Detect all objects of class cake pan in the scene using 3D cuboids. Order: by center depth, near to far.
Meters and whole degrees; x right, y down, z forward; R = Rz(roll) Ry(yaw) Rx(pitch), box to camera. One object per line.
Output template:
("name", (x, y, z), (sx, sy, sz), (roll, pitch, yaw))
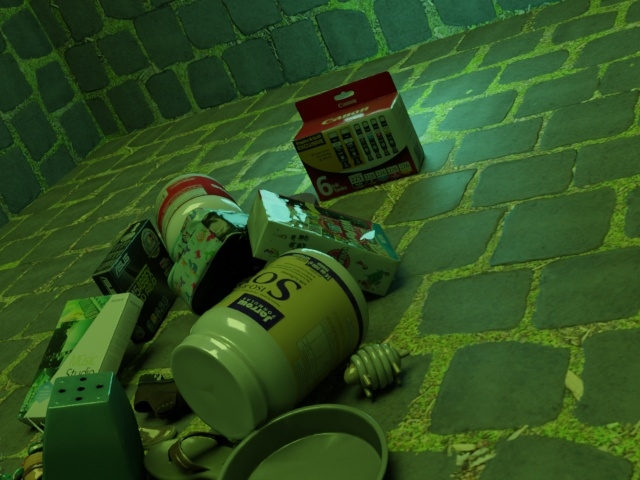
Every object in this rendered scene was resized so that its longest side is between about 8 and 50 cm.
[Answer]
("cake pan", (-0.026, 0.382, 1.396), (0.293, 0.054, 0.293), (-16, 29, 9))

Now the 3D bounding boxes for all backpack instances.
("backpack", (-0.242, 0.051, 2.073), (0.191, 0.254, 0.225), (35, 19, 31))

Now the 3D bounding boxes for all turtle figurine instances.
("turtle figurine", (-0.576, 0.459, 1.763), (0.175, 0.118, 0.234), (-40, 38, 5))

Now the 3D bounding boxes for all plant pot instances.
("plant pot", (-0.415, 0.367, 1.581), (0.165, 0.235, 0.166), (-6, 23, -6))

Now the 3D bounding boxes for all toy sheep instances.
("toy sheep", (0.103, 0.230, 1.588), (0.132, 0.091, 0.091), (-17, 21, -15))

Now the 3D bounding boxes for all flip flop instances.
("flip flop", (-0.213, 0.387, 1.581), (0.277, 0.080, 0.112), (-4, 32, 40))

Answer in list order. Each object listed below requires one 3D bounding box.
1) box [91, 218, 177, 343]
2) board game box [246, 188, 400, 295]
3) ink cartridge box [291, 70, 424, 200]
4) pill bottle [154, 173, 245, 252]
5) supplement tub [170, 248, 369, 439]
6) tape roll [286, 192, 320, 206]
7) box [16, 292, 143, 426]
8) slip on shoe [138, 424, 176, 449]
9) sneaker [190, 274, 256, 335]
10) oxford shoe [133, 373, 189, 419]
("box", (-0.463, 0.101, 2.267), (0.060, 0.216, 0.270), (-16, 24, 20))
("board game box", (0.000, 0.000, 1.930), (0.224, 0.303, 0.098), (-112, 42, -66))
("ink cartridge box", (0.093, -0.288, 2.440), (0.309, 0.272, 0.130), (-16, 25, 24))
("pill bottle", (-0.315, -0.031, 2.377), (0.229, 0.229, 0.408), (-29, 24, -7))
("supplement tub", (-0.091, 0.189, 1.635), (0.241, 0.241, 0.331), (-1, 27, 44))
("tape roll", (-0.083, -0.046, 2.359), (0.188, 0.080, 0.189), (-23, 23, 10))
("box", (-0.562, 0.279, 2.054), (0.232, 0.058, 0.322), (-9, 50, 34))
("slip on shoe", (-0.355, 0.392, 1.767), (0.135, 0.041, 0.051), (-15, 26, 24))
("sneaker", (-0.180, 0.176, 1.991), (0.236, 0.095, 0.104), (-43, 35, -24))
("oxford shoe", (-0.292, 0.330, 1.811), (0.227, 0.083, 0.096), (-11, 47, 33))
